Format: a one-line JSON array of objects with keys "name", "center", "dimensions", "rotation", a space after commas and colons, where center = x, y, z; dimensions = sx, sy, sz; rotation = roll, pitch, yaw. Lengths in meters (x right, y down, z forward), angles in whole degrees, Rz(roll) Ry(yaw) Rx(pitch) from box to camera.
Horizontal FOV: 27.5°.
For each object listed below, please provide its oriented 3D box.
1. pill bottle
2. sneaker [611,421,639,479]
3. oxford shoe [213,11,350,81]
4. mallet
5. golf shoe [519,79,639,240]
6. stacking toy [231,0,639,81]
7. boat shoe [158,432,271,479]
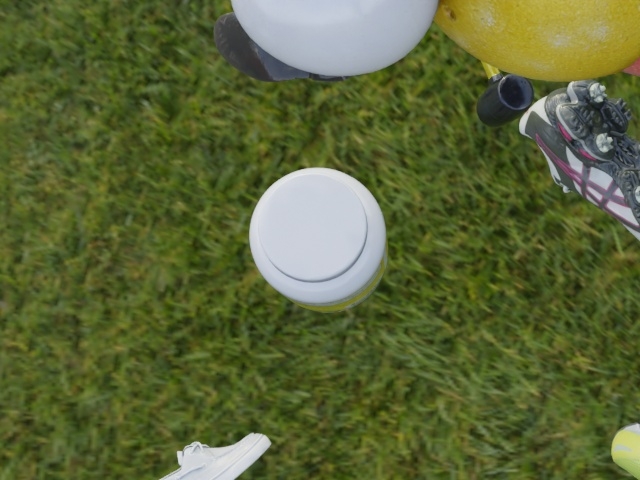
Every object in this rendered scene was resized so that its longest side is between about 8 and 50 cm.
[{"name": "pill bottle", "center": [0.000, 0.000, 1.841], "dimensions": [0.188, 0.334, 0.188], "rotation": [0, 83, 4]}, {"name": "sneaker", "center": [0.250, 0.191, 0.807], "dimensions": [0.094, 0.081, 0.208], "rotation": [-53, 47, 2]}, {"name": "oxford shoe", "center": [-0.027, -0.218, 1.468], "dimensions": [0.212, 0.076, 0.076], "rotation": [16, 117, 31]}, {"name": "mallet", "center": [0.137, -0.192, 1.208], "dimensions": [0.039, 0.062, 0.189], "rotation": [-22, 76, -17]}, {"name": "golf shoe", "center": [0.362, -0.081, 1.609], "dimensions": [0.273, 0.120, 0.105], "rotation": [49, 61, -14]}, {"name": "stacking toy", "center": [0.168, -0.217, 0.811], "dimensions": [0.480, 0.350, 0.350], "rotation": [-16, 72, -16]}, {"name": "boat shoe", "center": [-0.144, 0.266, 1.493], "dimensions": [0.184, 0.066, 0.063], "rotation": [-34, 87, -5]}]
